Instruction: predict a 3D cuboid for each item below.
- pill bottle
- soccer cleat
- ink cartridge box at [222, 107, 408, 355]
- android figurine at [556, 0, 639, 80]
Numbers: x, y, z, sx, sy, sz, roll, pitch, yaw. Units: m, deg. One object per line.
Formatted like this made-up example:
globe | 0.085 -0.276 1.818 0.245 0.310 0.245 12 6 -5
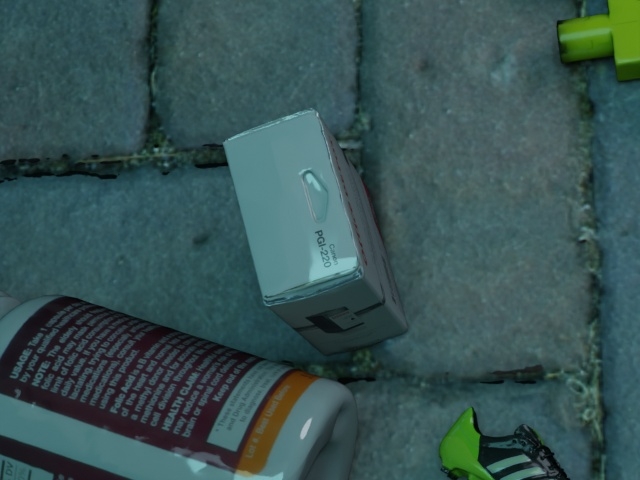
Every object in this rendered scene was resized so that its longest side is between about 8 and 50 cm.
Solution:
pill bottle | -0.185 0.176 1.212 0.392 0.224 0.224 17 78 16
soccer cleat | 0.189 0.206 1.211 0.179 0.060 0.072 26 79 21
ink cartridge box | 0.000 0.000 1.228 0.092 0.218 0.158 -18 71 7
android figurine | 0.357 -0.245 1.311 0.273 0.056 0.248 -8 72 10
